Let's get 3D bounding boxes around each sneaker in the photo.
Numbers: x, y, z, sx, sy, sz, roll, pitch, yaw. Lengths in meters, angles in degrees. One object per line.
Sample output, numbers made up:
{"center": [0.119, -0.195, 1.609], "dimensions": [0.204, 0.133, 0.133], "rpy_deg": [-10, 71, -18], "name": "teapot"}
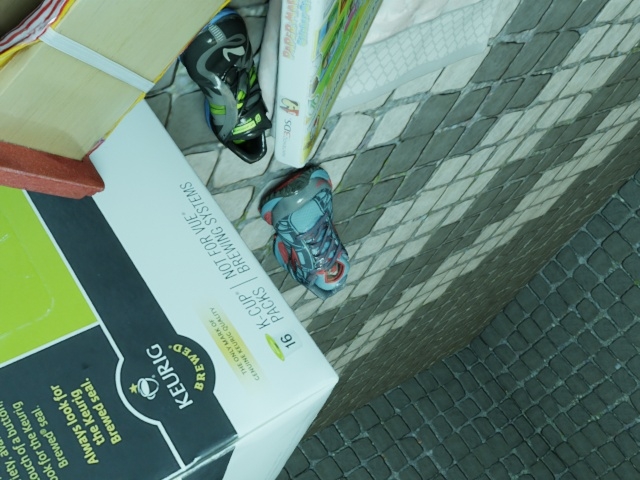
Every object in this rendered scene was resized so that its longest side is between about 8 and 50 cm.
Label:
{"center": [-0.075, -0.133, 0.659], "dimensions": [0.067, 0.078, 0.188], "rpy_deg": [-34, 158, -11], "name": "sneaker"}
{"center": [0.000, 0.000, 0.985], "dimensions": [0.104, 0.125, 0.262], "rpy_deg": [-35, 159, -10], "name": "sneaker"}

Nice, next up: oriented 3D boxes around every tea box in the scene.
{"center": [-0.225, 0.079, 0.509], "dimensions": [0.323, 0.329, 0.220], "rpy_deg": [-23, 155, -30], "name": "tea box"}

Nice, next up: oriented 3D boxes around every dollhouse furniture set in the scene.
{"center": [-0.182, -0.158, 0.303], "dimensions": [0.201, 0.152, 0.374], "rpy_deg": [-43, 162, 13], "name": "dollhouse furniture set"}

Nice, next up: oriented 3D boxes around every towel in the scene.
{"center": [0.096, -0.260, 0.708], "dimensions": [0.331, 0.053, 0.317], "rpy_deg": [-27, 156, -28], "name": "towel"}

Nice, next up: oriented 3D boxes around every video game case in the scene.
{"center": [0.024, -0.192, 0.470], "dimensions": [0.206, 0.026, 0.227], "rpy_deg": [99, 12, -58], "name": "video game case"}
